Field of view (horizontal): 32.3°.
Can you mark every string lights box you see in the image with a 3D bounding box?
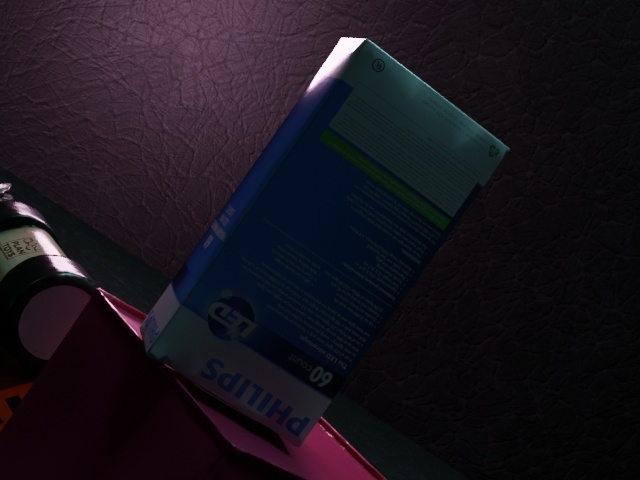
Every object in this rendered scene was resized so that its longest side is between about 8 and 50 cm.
[{"bbox_3d":[0.000,0.000,0.787,0.133,0.260,0.077,35,1,-17],"label":"string lights box"}]

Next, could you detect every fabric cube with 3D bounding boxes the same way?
[{"bbox_3d":[-0.110,0.237,0.852,0.254,0.258,0.259,33,2,-38],"label":"fabric cube"}]

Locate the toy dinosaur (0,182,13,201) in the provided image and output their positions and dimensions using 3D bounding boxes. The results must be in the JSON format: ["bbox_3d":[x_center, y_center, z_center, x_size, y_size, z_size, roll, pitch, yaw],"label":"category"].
[{"bbox_3d":[-0.512,0.021,1.670,0.218,0.164,0.322,55,-4,41],"label":"toy dinosaur"}]

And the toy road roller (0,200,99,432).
[{"bbox_3d":[-0.344,0.125,1.001,0.329,0.240,0.202,-14,27,-25],"label":"toy road roller"}]
